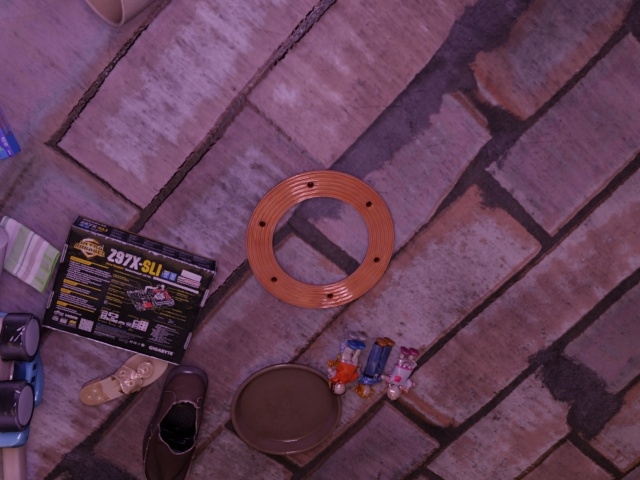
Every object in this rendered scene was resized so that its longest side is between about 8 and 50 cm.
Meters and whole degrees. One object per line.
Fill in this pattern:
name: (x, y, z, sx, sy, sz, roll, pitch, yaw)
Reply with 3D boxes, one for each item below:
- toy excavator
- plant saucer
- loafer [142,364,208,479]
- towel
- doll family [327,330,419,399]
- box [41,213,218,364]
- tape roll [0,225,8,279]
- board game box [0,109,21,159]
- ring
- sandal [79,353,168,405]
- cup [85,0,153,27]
toy excavator: (-0.723, 0.400, 1.446, 0.222, 0.445, 0.433, 0, 69, -5)
plant saucer: (-0.086, 0.419, 1.604, 0.278, 0.041, 0.278, -2, 113, -6)
loafer: (-0.365, 0.482, 1.552, 0.134, 0.130, 0.366, 10, 111, -10)
towel: (-0.634, 0.030, 1.361, 0.152, 0.023, 0.113, 31, 108, 10)
doll family: (0.108, 0.312, 1.557, 0.263, 0.118, 0.163, 13, 105, -30)
box: (-0.423, 0.115, 1.423, 0.322, 0.079, 0.257, 19, 107, -13)
tape roll: (-0.764, 0.049, 1.264, 0.246, 0.246, 0.169, 15, 107, -12)
board game box: (-0.736, -0.217, 1.268, 0.210, 0.047, 0.160, -17, 113, 2)
ring: (0.000, 0.000, 1.445, 0.337, 0.032, 0.336, -2, 113, -4)
sandal: (-0.466, 0.343, 1.511, 0.240, 0.079, 0.088, -26, 113, 5)
cup: (-0.321, -0.559, 1.054, 0.237, 0.331, 0.331, -36, 114, -19)
